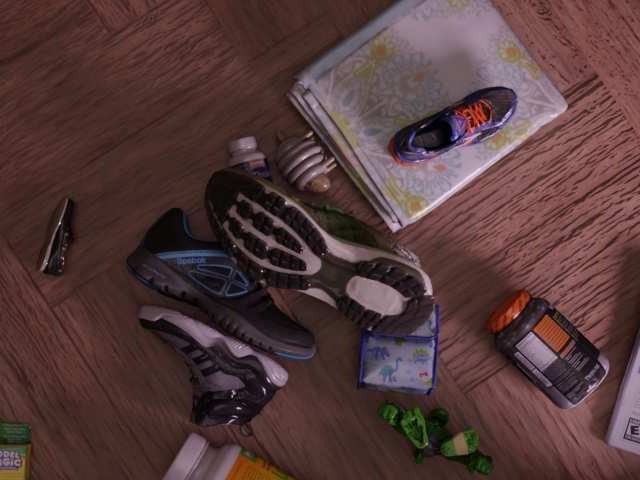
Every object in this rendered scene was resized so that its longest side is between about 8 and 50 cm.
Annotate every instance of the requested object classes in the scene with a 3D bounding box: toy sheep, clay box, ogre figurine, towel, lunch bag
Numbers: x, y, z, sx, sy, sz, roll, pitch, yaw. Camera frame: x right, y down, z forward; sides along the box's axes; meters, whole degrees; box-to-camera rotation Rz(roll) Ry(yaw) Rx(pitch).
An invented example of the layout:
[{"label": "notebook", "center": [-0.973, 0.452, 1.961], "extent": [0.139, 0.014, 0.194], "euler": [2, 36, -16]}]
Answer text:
[{"label": "toy sheep", "center": [-0.031, -0.133, 1.871], "extent": [0.091, 0.091, 0.132], "euler": [-38, 74, -4]}, {"label": "clay box", "center": [-0.541, 0.410, 1.833], "extent": [0.128, 0.053, 0.221], "euler": [1, 88, -3]}, {"label": "ogre figurine", "center": [0.180, 0.320, 1.836], "extent": [0.197, 0.118, 0.096], "euler": [10, 82, -3]}, {"label": "towel", "center": [0.175, -0.241, 1.886], "extent": [0.374, 0.090, 0.320], "euler": [-37, 92, -4]}, {"label": "lunch bag", "center": [0.130, 0.172, 1.859], "extent": [0.129, 0.096, 0.151], "euler": [6, 72, 0]}]

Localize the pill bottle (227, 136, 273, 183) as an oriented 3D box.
[{"label": "pill bottle", "center": [-0.116, -0.109, 1.873], "extent": [0.067, 0.067, 0.120], "euler": [-15, 88, -3]}]

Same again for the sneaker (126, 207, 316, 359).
[{"label": "sneaker", "center": [-0.143, 0.076, 1.835], "extent": [0.341, 0.125, 0.139], "euler": [32, 81, -3]}]

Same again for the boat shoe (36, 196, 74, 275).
[{"label": "boat shoe", "center": [-0.432, -0.006, 1.868], "extent": [0.042, 0.049, 0.133], "euler": [20, 78, -29]}]

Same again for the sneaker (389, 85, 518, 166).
[{"label": "sneaker", "center": [0.220, -0.181, 1.800], "extent": [0.221, 0.087, 0.083], "euler": [-29, 91, -4]}]

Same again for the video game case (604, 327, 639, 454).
[{"label": "video game case", "center": [0.677, 0.247, 1.879], "extent": [0.329, 0.036, 0.299], "euler": [17, 92, 3]}]

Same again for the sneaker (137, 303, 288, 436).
[{"label": "sneaker", "center": [-0.198, 0.216, 1.833], "extent": [0.269, 0.101, 0.153], "euler": [28, 84, -3]}]

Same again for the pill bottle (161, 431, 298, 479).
[{"label": "pill bottle", "center": [-0.127, 0.411, 1.808], "extent": [0.246, 0.136, 0.136], "euler": [31, 86, -1]}]

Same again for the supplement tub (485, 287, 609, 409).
[{"label": "supplement tub", "center": [0.370, 0.175, 1.853], "extent": [0.190, 0.117, 0.117], "euler": [44, 86, 1]}]

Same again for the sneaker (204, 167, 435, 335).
[{"label": "sneaker", "center": [0.000, 0.000, 1.830], "extent": [0.410, 0.182, 0.158], "euler": [31, 118, -7]}]
